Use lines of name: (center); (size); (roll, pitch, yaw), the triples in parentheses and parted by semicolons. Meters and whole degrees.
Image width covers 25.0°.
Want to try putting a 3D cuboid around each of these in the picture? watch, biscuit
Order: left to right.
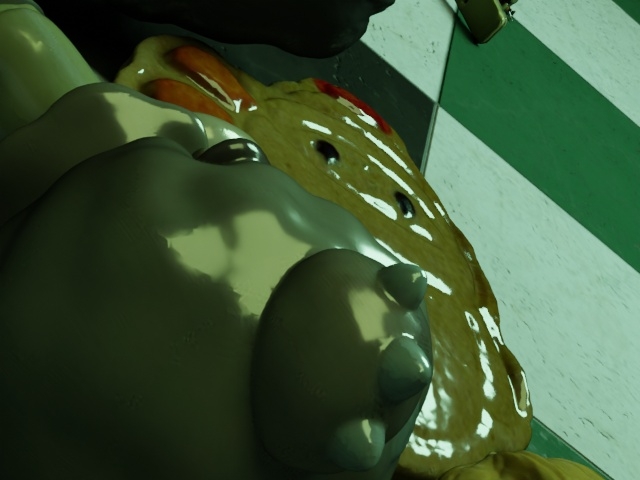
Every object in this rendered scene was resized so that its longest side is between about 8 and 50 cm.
biscuit: (0.000, 0.000, 0.984); (0.359, 0.074, 0.381); (36, 33, -21)
watch: (0.178, -0.323, 1.616); (0.165, 0.102, 0.268); (9, 53, -50)

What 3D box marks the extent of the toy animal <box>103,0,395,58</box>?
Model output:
toy animal: (-0.113, -0.201, 1.007); (0.343, 0.106, 0.168); (8, 8, -28)

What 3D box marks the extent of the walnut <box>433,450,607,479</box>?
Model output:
walnut: (0.119, 0.208, 0.776); (0.159, 0.159, 0.207); (18, 44, -40)

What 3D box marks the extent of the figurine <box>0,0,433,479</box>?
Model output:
figurine: (-0.094, 0.021, 0.686); (0.203, 0.248, 0.380); (10, 31, -40)
